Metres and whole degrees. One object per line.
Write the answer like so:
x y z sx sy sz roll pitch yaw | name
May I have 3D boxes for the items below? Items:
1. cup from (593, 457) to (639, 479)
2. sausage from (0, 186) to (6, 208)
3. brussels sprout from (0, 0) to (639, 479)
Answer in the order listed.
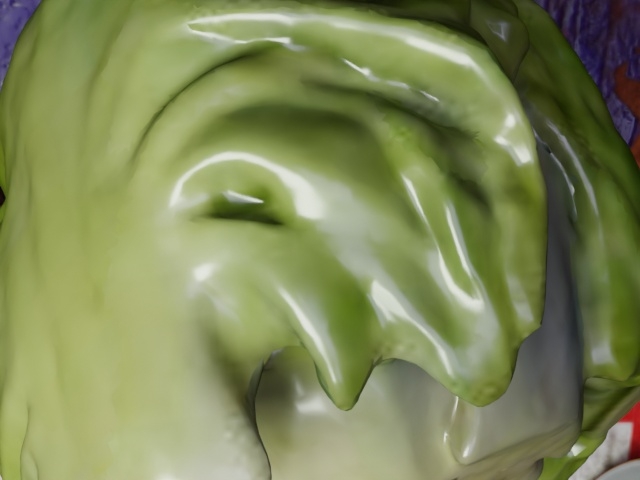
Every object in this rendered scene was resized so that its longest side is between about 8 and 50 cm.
0.281 0.293 0.913 0.264 0.182 0.226 27 125 -23 | cup
-0.271 0.068 0.734 0.152 0.152 0.280 36 87 -16 | sausage
-0.014 -0.010 0.673 0.342 0.425 0.361 -33 66 11 | brussels sprout
